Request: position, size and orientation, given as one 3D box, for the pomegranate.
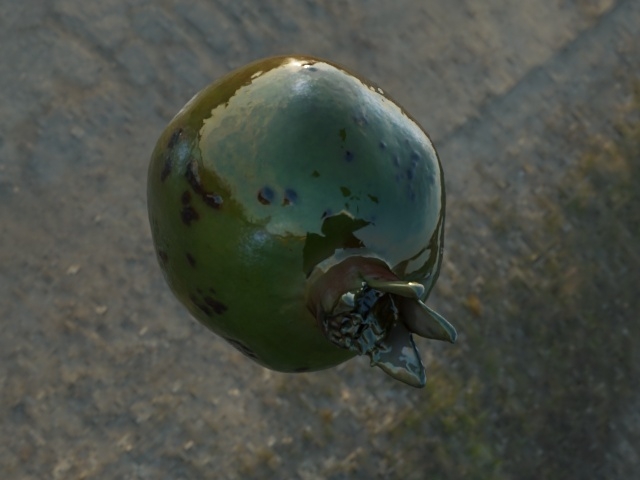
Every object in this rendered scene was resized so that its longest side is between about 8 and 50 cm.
[{"bbox_3d":[-0.017,0.009,1.200,0.291,0.291,0.323,22,44,-36],"label":"pomegranate"}]
